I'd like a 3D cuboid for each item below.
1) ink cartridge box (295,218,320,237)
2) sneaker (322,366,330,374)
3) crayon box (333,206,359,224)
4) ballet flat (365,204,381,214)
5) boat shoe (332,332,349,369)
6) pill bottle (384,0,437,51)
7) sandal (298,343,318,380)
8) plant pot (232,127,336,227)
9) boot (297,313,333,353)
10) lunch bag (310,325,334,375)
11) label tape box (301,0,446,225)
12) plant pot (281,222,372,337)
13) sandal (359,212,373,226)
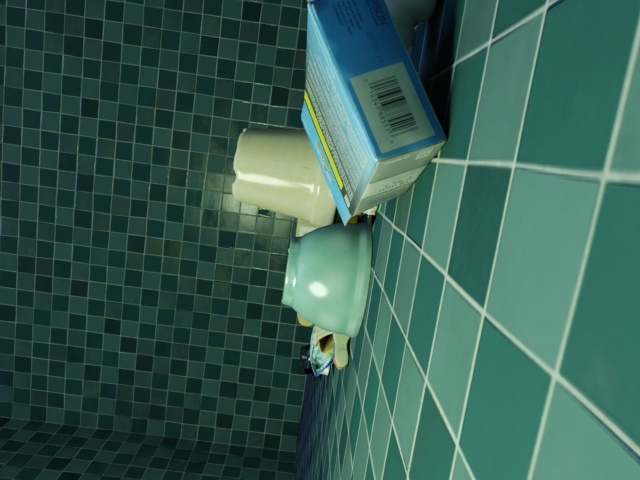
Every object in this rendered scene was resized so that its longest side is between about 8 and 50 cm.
[{"bbox_3d":[0.000,0.000,1.820,0.088,0.193,0.235,-89,6,-53],"label":"ink cartridge box"},{"bbox_3d":[0.007,0.439,1.861,0.152,0.061,0.054,-83,0,-59],"label":"sneaker"},{"bbox_3d":[0.087,-0.152,1.553,0.202,0.081,0.319,102,176,-56],"label":"crayon box"},{"bbox_3d":[0.104,-0.150,1.164,0.241,0.077,0.091,-84,3,-53],"label":"ballet flat"},{"bbox_3d":[0.056,0.276,1.329,0.043,0.049,0.137,97,175,-63],"label":"boat shoe"},{"bbox_3d":[0.122,-0.444,0.782,0.146,0.146,0.264,-99,16,-83],"label":"pill bottle"},{"bbox_3d":[-0.050,0.559,2.309,0.446,0.106,0.168,108,169,-78],"label":"sandal"},{"bbox_3d":[-0.097,-0.209,1.494,0.334,0.305,0.334,-171,90,-88],"label":"plant pot"},{"bbox_3d":[0.002,0.259,1.533,0.262,0.095,0.204,-43,33,42],"label":"boot"},{"bbox_3d":[0.006,0.367,1.675,0.129,0.096,0.151,-98,25,-81],"label":"lunch bag"},{"bbox_3d":[0.061,-0.185,0.787,0.334,0.105,0.241,107,142,-78],"label":"label tape box"},{"bbox_3d":[0.008,0.089,1.254,0.293,0.196,0.294,-173,90,-88],"label":"plant pot"},{"bbox_3d":[0.110,-0.088,1.224,0.179,0.040,0.067,-86,4,-61],"label":"sandal"}]
